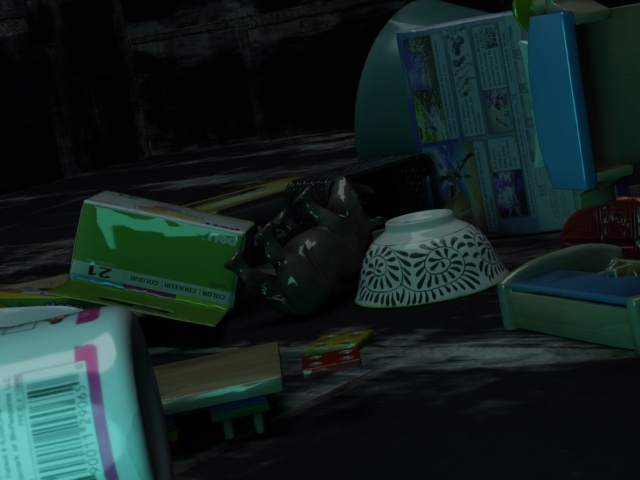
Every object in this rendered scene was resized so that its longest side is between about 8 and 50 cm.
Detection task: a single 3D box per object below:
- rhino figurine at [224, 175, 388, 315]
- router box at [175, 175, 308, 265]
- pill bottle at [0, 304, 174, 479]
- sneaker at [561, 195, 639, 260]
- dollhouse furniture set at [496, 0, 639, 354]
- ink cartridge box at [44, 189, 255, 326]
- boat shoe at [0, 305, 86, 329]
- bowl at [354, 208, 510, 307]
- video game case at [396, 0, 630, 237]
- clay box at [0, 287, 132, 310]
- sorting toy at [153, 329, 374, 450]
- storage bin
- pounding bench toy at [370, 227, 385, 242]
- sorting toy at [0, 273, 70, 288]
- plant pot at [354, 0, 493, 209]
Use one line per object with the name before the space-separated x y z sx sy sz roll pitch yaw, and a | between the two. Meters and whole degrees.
rhino figurine | 0.000 0.000 1.615 0.073 0.106 0.243 -41 2 41
router box | -0.110 -0.022 2.072 0.308 0.081 0.243 -17 11 -34
pill bottle | -0.239 0.143 0.896 0.283 0.160 0.160 -11 9 -2
sneaker | 0.359 -0.004 1.444 0.221 0.087 0.128 -4 -4 34
dollhouse furniture set | 0.281 -0.088 1.253 0.286 0.303 0.198 -15 10 -25
ink cartridge box | -0.179 0.018 1.612 0.188 0.097 0.255 12 6 1
boat shoe | -0.336 0.117 1.428 0.258 0.084 0.095 -7 -25 20
bowl | 0.112 0.012 1.566 0.170 0.080 0.170 -10 8 1
video game case | 0.234 -0.142 1.777 0.244 0.270 0.061 -6 10 28
clay box | -0.333 0.080 1.626 0.222 0.053 0.127 2 2 -25
sorting toy | -0.084 0.127 1.182 0.274 0.046 0.132 -12 8 -2
storage bin | 0.056 -0.030 1.773 0.180 0.122 0.084 -18 11 -38
pounding bench toy | 0.081 0.014 1.683 0.083 0.052 0.065 -15 9 -20
sorting toy | -0.398 0.074 1.950 0.307 0.041 0.229 -12 9 -2
plant pot | 0.225 -0.165 1.962 0.235 0.293 0.293 15 23 37
